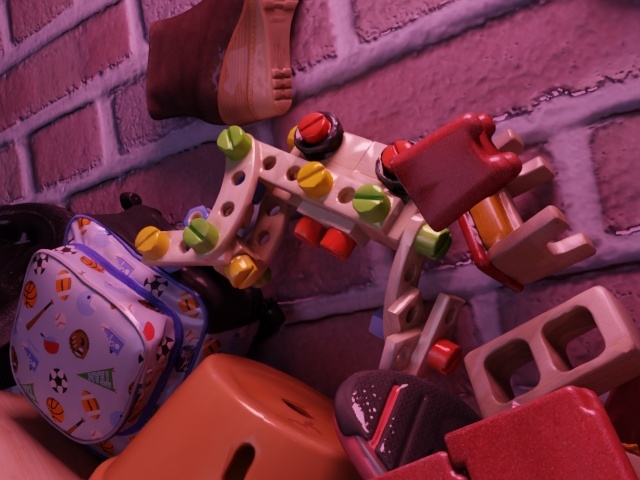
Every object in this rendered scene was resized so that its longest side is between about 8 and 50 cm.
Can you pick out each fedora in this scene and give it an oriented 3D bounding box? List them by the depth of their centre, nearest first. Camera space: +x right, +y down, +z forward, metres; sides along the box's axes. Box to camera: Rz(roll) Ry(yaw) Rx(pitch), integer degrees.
[{"bbox_3d":[-0.447,0.092,0.965,0.334,0.334,0.152,17,134,35],"label":"fedora"}]

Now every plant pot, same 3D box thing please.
[{"bbox_3d":[-0.065,0.242,0.662,0.291,0.291,0.203,29,90,33],"label":"plant pot"}]

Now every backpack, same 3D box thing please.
[{"bbox_3d":[-0.216,0.122,0.805,0.276,0.213,0.263,34,120,29],"label":"backpack"}]

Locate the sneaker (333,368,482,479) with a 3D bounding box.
[{"bbox_3d":[0.110,0.245,0.571,0.314,0.116,0.136,44,129,2],"label":"sneaker"}]

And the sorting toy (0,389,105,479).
[{"bbox_3d":[-0.303,0.278,0.795,0.257,0.255,0.089,28,90,47],"label":"sorting toy"}]

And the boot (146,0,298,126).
[{"bbox_3d":[-0.122,-0.253,0.784,0.207,0.090,0.248,8,100,34],"label":"boot"}]

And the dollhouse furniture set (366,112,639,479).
[{"bbox_3d":[0.114,0.079,0.463,0.152,0.201,0.374,-35,48,26],"label":"dollhouse furniture set"}]

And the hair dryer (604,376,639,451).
[{"bbox_3d":[0.278,0.139,0.455,0.293,0.080,0.223,-40,35,42],"label":"hair dryer"}]

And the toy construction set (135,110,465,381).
[{"bbox_3d":[0.000,0.000,0.661,0.327,0.151,0.215,29,80,22],"label":"toy construction set"}]
